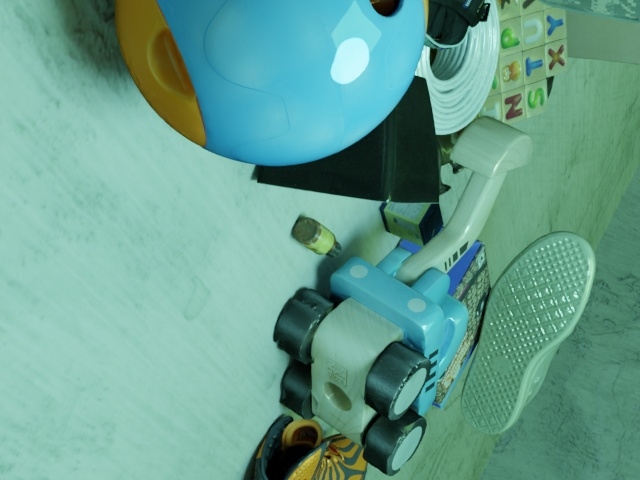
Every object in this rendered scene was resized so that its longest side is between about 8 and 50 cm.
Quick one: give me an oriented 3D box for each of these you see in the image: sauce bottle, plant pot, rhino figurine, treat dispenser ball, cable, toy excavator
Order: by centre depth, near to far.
[{"bbox_3d":[-0.044,-0.213,1.033,0.288,0.288,0.288,-47,150,-38],"label":"treat dispenser ball"},{"bbox_3d":[0.050,-0.141,1.453,0.187,0.188,0.167,-5,104,-64],"label":"plant pot"},{"bbox_3d":[0.159,-0.277,1.597,0.257,0.089,0.257,29,81,-51],"label":"cable"},{"bbox_3d":[0.000,0.000,1.634,0.042,0.042,0.128,-64,155,-5],"label":"sauce bottle"},{"bbox_3d":[0.151,0.069,1.743,0.445,0.222,0.433,-42,149,-33],"label":"toy excavator"},{"bbox_3d":[0.219,-0.164,1.887,0.106,0.073,0.243,58,42,-8],"label":"rhino figurine"}]

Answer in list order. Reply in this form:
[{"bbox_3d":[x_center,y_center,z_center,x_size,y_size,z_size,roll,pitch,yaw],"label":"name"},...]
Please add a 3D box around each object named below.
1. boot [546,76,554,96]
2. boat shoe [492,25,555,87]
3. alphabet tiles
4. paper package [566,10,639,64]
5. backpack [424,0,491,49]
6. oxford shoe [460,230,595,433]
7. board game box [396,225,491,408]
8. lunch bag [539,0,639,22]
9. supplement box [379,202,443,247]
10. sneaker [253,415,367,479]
[{"bbox_3d":[0.422,-0.348,2.156,0.263,0.091,0.229,-37,145,-49],"label":"boot"},{"bbox_3d":[0.268,-0.311,1.860,0.305,0.109,0.091,-44,109,-19],"label":"boat shoe"},{"bbox_3d":[0.279,-0.317,1.779,0.343,0.011,0.285,-21,114,-35],"label":"alphabet tiles"},{"bbox_3d":[0.515,-0.463,1.858,0.168,0.309,0.324,-50,135,-30],"label":"paper package"},{"bbox_3d":[0.106,-0.356,1.343,0.253,0.191,0.225,-12,120,-71],"label":"backpack"},{"bbox_3d":[0.392,0.167,2.120,0.130,0.169,0.449,-26,141,-53],"label":"oxford shoe"},{"bbox_3d":[0.199,0.137,2.061,0.232,0.141,0.291,-59,155,-19],"label":"board game box"},{"bbox_3d":[0.414,-0.487,1.496,0.305,0.213,0.256,86,20,-50],"label":"lunch bag"},{"bbox_3d":[0.153,-0.040,1.870,0.056,0.083,0.083,-57,155,-19],"label":"supplement box"},{"bbox_3d":[-0.003,0.363,1.860,0.321,0.125,0.180,-29,138,-55],"label":"sneaker"}]
